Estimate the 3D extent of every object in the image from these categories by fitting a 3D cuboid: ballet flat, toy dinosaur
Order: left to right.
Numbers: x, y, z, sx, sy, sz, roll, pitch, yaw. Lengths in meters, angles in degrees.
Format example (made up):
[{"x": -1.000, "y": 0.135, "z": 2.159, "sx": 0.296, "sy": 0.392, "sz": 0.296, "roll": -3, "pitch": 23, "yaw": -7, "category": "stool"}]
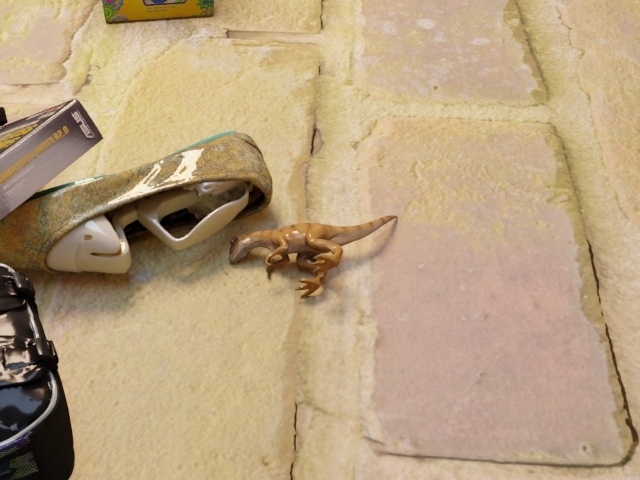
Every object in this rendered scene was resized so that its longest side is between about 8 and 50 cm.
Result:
[{"x": -0.211, "y": -0.025, "z": 1.021, "sx": 0.349, "sy": 0.123, "sz": 0.123, "roll": -22, "pitch": 50, "yaw": -21, "category": "ballet flat"}, {"x": 0.000, "y": 0.000, "z": 1.027, "sx": 0.212, "sy": 0.064, "sz": 0.112, "roll": -6, "pitch": 45, "yaw": -7, "category": "toy dinosaur"}]

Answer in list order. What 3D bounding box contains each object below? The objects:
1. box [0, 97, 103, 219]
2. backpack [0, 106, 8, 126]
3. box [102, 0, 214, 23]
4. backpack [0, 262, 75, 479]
[{"x": -0.381, "y": -0.072, "z": 1.016, "sx": 0.231, "sy": 0.056, "sz": 0.183, "roll": -7, "pitch": 32, "yaw": 45, "category": "box"}, {"x": -0.545, "y": -0.175, "z": 1.055, "sx": 0.277, "sy": 0.213, "sz": 0.263, "roll": 28, "pitch": 56, "yaw": -7, "category": "backpack"}, {"x": -0.271, "y": -0.543, "z": 1.406, "sx": 0.177, "sy": 0.279, "sz": 0.290, "roll": -6, "pitch": 46, "yaw": -6, "category": "box"}, {"x": -0.361, "y": 0.154, "z": 0.779, "sx": 0.254, "sy": 0.191, "sz": 0.225, "roll": -14, "pitch": 44, "yaw": -24, "category": "backpack"}]
